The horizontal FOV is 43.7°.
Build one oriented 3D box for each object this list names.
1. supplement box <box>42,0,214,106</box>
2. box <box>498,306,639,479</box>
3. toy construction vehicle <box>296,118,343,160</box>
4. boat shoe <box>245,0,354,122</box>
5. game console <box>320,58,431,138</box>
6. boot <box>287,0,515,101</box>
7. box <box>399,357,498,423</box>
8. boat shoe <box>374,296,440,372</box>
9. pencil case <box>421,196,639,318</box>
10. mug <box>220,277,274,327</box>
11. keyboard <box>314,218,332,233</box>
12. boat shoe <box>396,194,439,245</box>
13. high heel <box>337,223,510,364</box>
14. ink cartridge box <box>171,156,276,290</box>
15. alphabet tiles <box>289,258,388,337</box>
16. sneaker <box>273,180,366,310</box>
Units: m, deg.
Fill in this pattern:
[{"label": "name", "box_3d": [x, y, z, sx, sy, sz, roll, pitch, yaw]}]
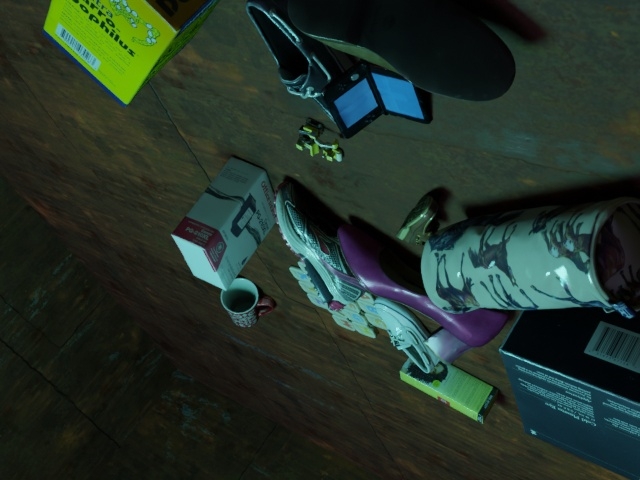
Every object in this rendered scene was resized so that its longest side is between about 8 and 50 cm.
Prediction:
[{"label": "supplement box", "box_3d": [-0.288, -0.392, 1.277, 0.195, 0.194, 0.356, 43, 157, -13]}, {"label": "box", "box_3d": [0.523, 0.261, 1.387, 0.343, 0.179, 0.313, 20, 151, 35]}, {"label": "toy construction vehicle", "box_3d": [-0.007, -0.179, 1.485, 0.098, 0.035, 0.086, 29, 156, 17]}, {"label": "boat shoe", "box_3d": [-0.018, -0.270, 1.244, 0.108, 0.102, 0.301, 15, 149, 41]}, {"label": "game console", "box_3d": [0.086, -0.203, 1.218, 0.085, 0.124, 0.144, 53, 180, 29]}, {"label": "boot", "box_3d": [0.113, -0.263, 1.049, 0.305, 0.112, 0.115, 25, -175, 13]}, {"label": "box", "box_3d": [0.317, 0.357, 1.978, 0.232, 0.087, 0.058, 25, 155, 22]}, {"label": "boat shoe", "box_3d": [0.206, 0.227, 1.901, 0.226, 0.076, 0.083, 42, 156, -11]}, {"label": "pencil case", "box_3d": [0.336, 0.041, 1.259, 0.410, 0.160, 0.184, -8, 116, 59]}, {"label": "mug", "box_3d": [-0.223, 0.208, 2.434, 0.150, 0.113, 0.169, 33, 160, 14]}, {"label": "keyboard", "box_3d": [0.056, 0.015, 1.782, 0.180, 0.023, 0.108, 32, 156, 8]}, {"label": "boat shoe", "box_3d": [0.190, -0.033, 1.457, 0.060, 0.064, 0.178, 31, 163, 1]}, {"label": "high heel", "box_3d": [0.207, 0.070, 1.632, 0.377, 0.127, 0.181, 45, 122, -1]}, {"label": "ink cartridge box", "box_3d": [-0.203, -0.039, 1.774, 0.100, 0.237, 0.172, 22, 153, 25]}, {"label": "alphabet tiles", "box_3d": [0.046, 0.151, 2.055, 0.278, 0.021, 0.284, 15, 149, 40]}, {"label": "sneaker", "box_3d": [0.000, 0.000, 1.720, 0.299, 0.112, 0.121, 57, -166, -5]}]
